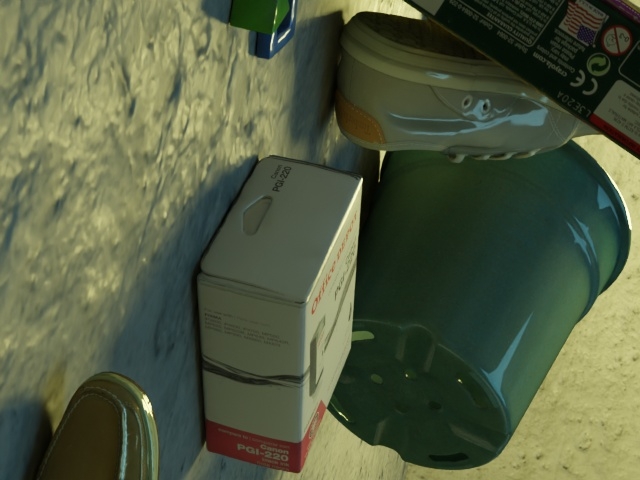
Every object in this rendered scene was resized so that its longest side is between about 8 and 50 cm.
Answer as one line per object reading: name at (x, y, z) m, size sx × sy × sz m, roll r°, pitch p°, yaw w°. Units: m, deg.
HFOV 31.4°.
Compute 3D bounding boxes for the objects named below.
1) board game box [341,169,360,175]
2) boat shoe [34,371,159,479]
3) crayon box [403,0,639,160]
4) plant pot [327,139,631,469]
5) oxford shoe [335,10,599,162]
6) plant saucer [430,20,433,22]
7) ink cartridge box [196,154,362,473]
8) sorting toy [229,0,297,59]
board game box at (0.000, 0.000, 1.186) m, size 0.186 × 0.026 × 0.126 m, roll -38°, pitch 141°, yaw -72°
boat shoe at (-0.140, 0.168, 0.631) m, size 0.072 × 0.068 × 0.190 m, roll -12°, pitch 116°, yaw -64°
crayon box at (0.217, -0.222, 1.109) m, size 0.106 × 0.363 × 0.313 m, roll -56°, pitch 175°, yaw 18°
plant pot at (0.161, 0.071, 1.379) m, size 0.334 × 0.341 × 0.341 m, roll -55°, pitch 158°, yaw -38°
oxford shoe at (0.178, -0.148, 1.237) m, size 0.449 × 0.169 × 0.130 m, roll 0°, pitch 120°, yaw -44°
plant saucer at (0.214, -0.396, 1.695) m, size 0.310 × 0.050 × 0.310 m, roll 13°, pitch 90°, yaw -78°
ink cartridge box at (-0.032, 0.062, 0.948) m, size 0.158 × 0.092 × 0.218 m, roll -65°, pitch 162°, yaw -44°
sorting toy at (0.001, -0.295, 0.797) m, size 0.196 × 0.047 × 0.347 m, roll -40°, pitch 142°, yaw -71°
